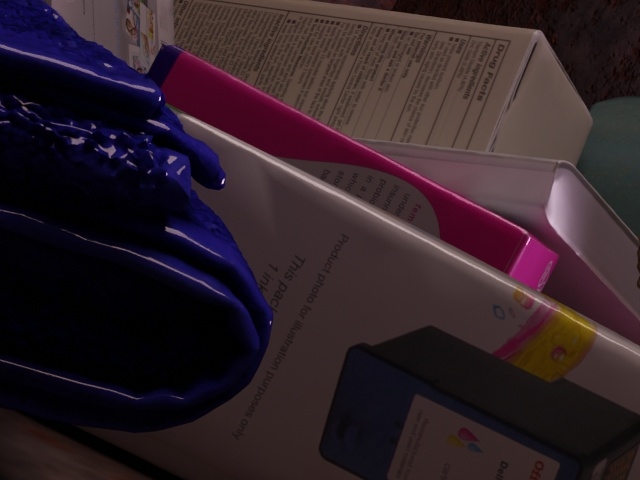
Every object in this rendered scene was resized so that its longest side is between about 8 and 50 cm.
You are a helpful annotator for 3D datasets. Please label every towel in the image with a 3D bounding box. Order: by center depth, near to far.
[{"bbox_3d":[-0.147,-0.049,0.465,0.228,0.076,0.308,16,6,-19],"label":"towel"}]

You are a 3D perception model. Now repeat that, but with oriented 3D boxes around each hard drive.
[{"bbox_3d":[0.058,-0.002,1.221,0.308,0.040,0.203,8,-23,39],"label":"hard drive"}]

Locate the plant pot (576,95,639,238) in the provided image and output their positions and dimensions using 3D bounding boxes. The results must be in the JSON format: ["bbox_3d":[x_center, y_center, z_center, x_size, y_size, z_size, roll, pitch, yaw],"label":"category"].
[{"bbox_3d":[0.315,0.047,1.349,0.341,0.341,0.334,26,-4,-40],"label":"plant pot"}]

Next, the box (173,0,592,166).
[{"bbox_3d":[0.012,-0.076,1.368,0.311,0.148,0.121,14,-20,33],"label":"box"}]

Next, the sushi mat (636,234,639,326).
[{"bbox_3d":[0.148,0.087,0.603,0.019,0.151,0.316,-2,6,-7],"label":"sushi mat"}]

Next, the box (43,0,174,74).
[{"bbox_3d":[-0.127,-0.085,1.104,0.038,0.145,0.186,-4,-6,14],"label":"box"}]

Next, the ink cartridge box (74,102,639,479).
[{"bbox_3d":[0.025,0.045,0.607,0.212,0.093,0.154,29,2,-8],"label":"ink cartridge box"}]

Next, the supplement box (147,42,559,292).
[{"bbox_3d":[0.000,0.000,1.045,0.220,0.111,0.114,29,2,17],"label":"supplement box"}]
